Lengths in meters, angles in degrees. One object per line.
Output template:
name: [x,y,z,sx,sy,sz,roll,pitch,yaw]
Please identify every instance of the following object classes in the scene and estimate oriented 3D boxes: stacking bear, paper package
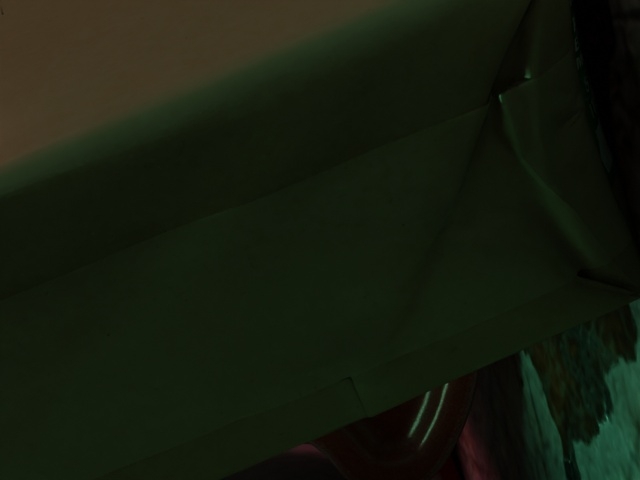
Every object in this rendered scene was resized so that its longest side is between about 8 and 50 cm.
stacking bear: [0.000,0.000,0.875,0.289,0.175,0.164,-100,32,-71]
paper package: [-0.062,-0.069,0.627,0.325,0.309,0.168,-111,-4,-54]

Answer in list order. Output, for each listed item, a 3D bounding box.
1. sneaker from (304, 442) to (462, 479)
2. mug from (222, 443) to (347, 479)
sneaker: [0.018,0.158,0.979,0.090,0.144,0.270,120,138,-77]
mug: [-0.015,0.317,0.762,0.328,0.276,0.374,-173,85,-89]
